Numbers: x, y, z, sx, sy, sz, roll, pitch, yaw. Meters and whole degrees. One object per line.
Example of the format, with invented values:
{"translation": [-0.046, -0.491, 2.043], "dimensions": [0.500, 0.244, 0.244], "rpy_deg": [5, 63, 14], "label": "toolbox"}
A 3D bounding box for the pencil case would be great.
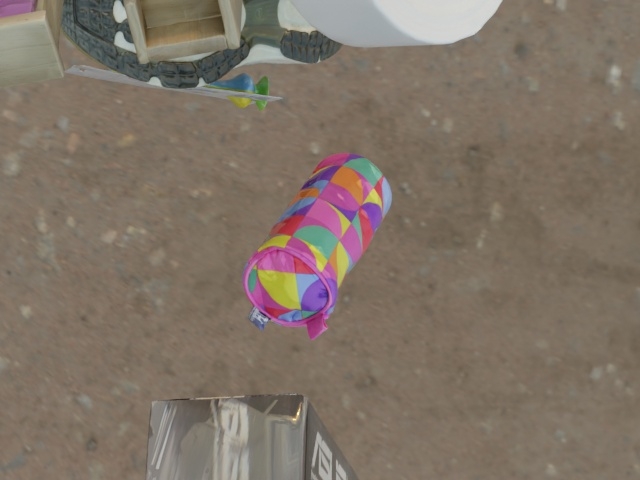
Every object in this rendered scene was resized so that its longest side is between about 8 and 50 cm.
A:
{"translation": [0.000, 0.000, 1.323], "dimensions": [0.104, 0.104, 0.236], "rpy_deg": [68, 28, -23], "label": "pencil case"}

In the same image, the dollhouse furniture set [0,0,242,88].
{"translation": [-0.219, -0.278, 0.839], "dimensions": [0.286, 0.198, 0.303], "rpy_deg": [-10, 131, 1], "label": "dollhouse furniture set"}

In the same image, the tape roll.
{"translation": [0.071, -0.320, 1.187], "dimensions": [0.286, 0.100, 0.286], "rpy_deg": [-8, 100, -47], "label": "tape roll"}

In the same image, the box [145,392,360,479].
{"translation": [-0.017, 0.302, 0.773], "dimensions": [0.395, 0.097, 0.318], "rpy_deg": [67, 21, -62], "label": "box"}

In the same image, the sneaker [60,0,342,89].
{"translation": [-0.151, -0.257, 1.457], "dimensions": [0.410, 0.182, 0.158], "rpy_deg": [-8, 106, -47], "label": "sneaker"}

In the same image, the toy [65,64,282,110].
{"translation": [-0.174, -0.203, 1.541], "dimensions": [0.237, 0.137, 0.056], "rpy_deg": [11, 89, -21], "label": "toy"}
